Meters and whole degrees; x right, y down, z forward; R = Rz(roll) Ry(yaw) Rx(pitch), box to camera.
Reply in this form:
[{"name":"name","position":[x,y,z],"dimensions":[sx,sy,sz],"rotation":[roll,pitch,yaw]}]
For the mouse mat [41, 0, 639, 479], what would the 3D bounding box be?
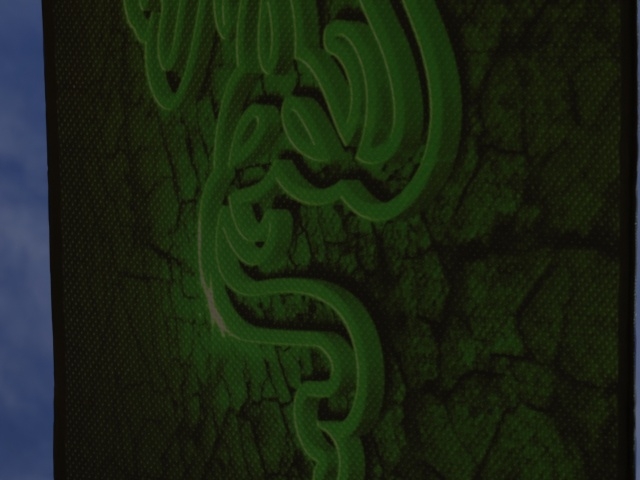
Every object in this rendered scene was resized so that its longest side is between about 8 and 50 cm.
[{"name":"mouse mat","position":[0.000,0.000,0.440],"dimensions":[0.153,0.189,0.007],"rotation":[3,-173,26]}]
